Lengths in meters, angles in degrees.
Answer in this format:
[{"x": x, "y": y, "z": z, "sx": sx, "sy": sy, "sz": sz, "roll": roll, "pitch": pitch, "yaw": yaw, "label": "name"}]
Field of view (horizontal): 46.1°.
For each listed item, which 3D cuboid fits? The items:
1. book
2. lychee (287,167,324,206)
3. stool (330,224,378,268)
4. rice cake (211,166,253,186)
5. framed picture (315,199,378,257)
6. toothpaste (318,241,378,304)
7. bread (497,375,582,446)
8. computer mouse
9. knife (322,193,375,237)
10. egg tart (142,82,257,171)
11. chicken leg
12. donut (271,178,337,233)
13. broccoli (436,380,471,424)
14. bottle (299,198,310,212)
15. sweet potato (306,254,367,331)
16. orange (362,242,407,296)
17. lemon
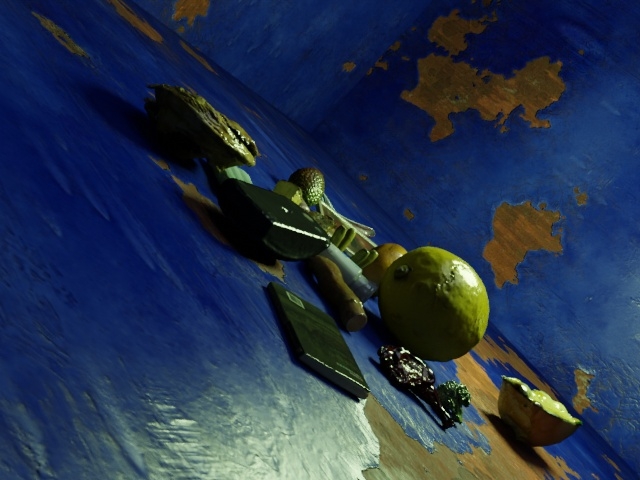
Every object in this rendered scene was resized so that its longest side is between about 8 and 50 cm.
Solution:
[{"x": -0.006, "y": 0.166, "z": 1.289, "sx": 0.160, "sy": 0.024, "sz": 0.228, "roll": 36, "pitch": 12, "yaw": -30, "label": "book"}, {"x": -0.043, "y": -0.166, "z": 2.279, "sx": 0.114, "sy": 0.114, "sz": 0.146, "roll": 35, "pitch": 33, "yaw": -41, "label": "lychee"}, {"x": 0.061, "y": 0.036, "z": 1.841, "sx": 0.134, "sy": 0.110, "sz": 0.135, "roll": 39, "pitch": 12, "yaw": -28, "label": "stool"}, {"x": -0.184, "y": -0.120, "z": 1.721, "sx": 0.127, "sy": 0.043, "sz": 0.237, "roll": 36, "pitch": 11, "yaw": -31, "label": "rice cake"}, {"x": 0.098, "y": 0.005, "z": 2.292, "sx": 0.290, "sy": 0.020, "sz": 0.211, "roll": 39, "pitch": 20, "yaw": -25, "label": "framed picture"}, {"x": 0.005, "y": 0.031, "z": 1.749, "sx": 0.299, "sy": 0.073, "sz": 0.114, "roll": 43, "pitch": -23, "yaw": 7, "label": "toothpaste"}, {"x": 0.535, "y": 0.450, "z": 1.911, "sx": 0.252, "sy": 0.133, "sz": 0.174, "roll": 28, "pitch": 12, "yaw": -47, "label": "bread"}, {"x": -0.099, "y": -0.027, "z": 1.512, "sx": 0.170, "sy": 0.100, "sz": 0.269, "roll": 44, "pitch": 14, "yaw": 31, "label": "computer mouse"}, {"x": 0.083, "y": -0.068, "z": 2.481, "sx": 0.278, "sy": 0.053, "sz": 0.123, "roll": 28, "pitch": 45, "yaw": -47, "label": "knife"}, {"x": -0.270, "y": -0.229, "z": 1.622, "sx": 0.297, "sy": 0.132, "sz": 0.297, "roll": 35, "pitch": 0, "yaw": 0, "label": "egg tart"}, {"x": 0.191, "y": 0.285, "z": 1.496, "sx": 0.205, "sy": 0.053, "sz": 0.093, "roll": 36, "pitch": 34, "yaw": -4, "label": "chicken leg"}, {"x": -0.056, "y": -0.067, "z": 1.828, "sx": 0.181, "sy": 0.078, "sz": 0.146, "roll": 43, "pitch": -18, "yaw": -26, "label": "donut"}, {"x": 0.279, "y": 0.341, "z": 1.585, "sx": 0.095, "sy": 0.097, "sz": 0.091, "roll": 14, "pitch": 68, "yaw": -27, "label": "broccoli"}, {"x": -0.074, "y": -0.104, "z": 2.059, "sx": 0.053, "sy": 0.053, "sz": 0.140, "roll": 36, "pitch": 13, "yaw": -37, "label": "bottle"}, {"x": 0.027, "y": 0.093, "z": 1.618, "sx": 0.067, "sy": 0.059, "sz": 0.281, "roll": 47, "pitch": 6, "yaw": -42, "label": "sweet potato"}, {"x": 0.168, "y": 0.079, "z": 1.991, "sx": 0.134, "sy": 0.157, "sz": 0.156, "roll": 65, "pitch": 12, "yaw": 4, "label": "orange"}, {"x": 0.266, "y": 0.151, "z": 1.760, "sx": 0.283, "sy": 0.261, "sz": 0.260, "roll": 57, "pitch": 7, "yaw": -13, "label": "lemon"}]
